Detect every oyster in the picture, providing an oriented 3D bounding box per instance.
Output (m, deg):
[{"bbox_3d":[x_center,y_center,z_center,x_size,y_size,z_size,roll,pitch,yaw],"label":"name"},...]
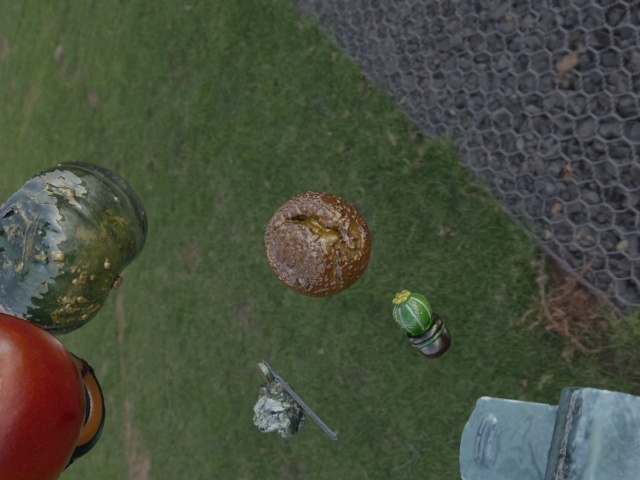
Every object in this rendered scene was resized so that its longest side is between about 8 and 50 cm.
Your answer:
[{"bbox_3d":[-0.111,0.431,1.836,0.199,0.252,0.087,38,102,26],"label":"oyster"}]

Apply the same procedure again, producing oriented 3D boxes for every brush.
[{"bbox_3d":[-0.054,0.341,1.515,0.266,0.027,0.062,37,154,37],"label":"brush"}]

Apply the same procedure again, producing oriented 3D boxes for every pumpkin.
[{"bbox_3d":[-0.484,0.012,1.328,0.291,0.257,0.328,-48,14,33],"label":"pumpkin"}]

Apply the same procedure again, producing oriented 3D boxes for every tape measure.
[{"bbox_3d":[-0.473,0.293,1.210,0.135,0.223,0.202,-24,100,21],"label":"tape measure"}]

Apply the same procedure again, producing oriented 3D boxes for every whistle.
[{"bbox_3d":[0.362,0.302,0.960,0.404,0.188,0.168,151,137,-69],"label":"whistle"}]

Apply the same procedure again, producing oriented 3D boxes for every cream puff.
[{"bbox_3d":[0.000,0.000,1.845,0.212,0.302,0.303,121,138,-56],"label":"cream puff"}]

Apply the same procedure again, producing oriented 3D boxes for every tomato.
[{"bbox_3d":[-0.305,0.149,0.606,0.136,0.195,0.195,93,160,-60],"label":"tomato"}]

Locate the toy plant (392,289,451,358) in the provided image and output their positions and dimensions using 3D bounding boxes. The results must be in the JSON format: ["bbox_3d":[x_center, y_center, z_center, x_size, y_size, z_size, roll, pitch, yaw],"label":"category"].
[{"bbox_3d":[0.219,0.180,1.565,0.092,0.093,0.162,-14,117,53],"label":"toy plant"}]
